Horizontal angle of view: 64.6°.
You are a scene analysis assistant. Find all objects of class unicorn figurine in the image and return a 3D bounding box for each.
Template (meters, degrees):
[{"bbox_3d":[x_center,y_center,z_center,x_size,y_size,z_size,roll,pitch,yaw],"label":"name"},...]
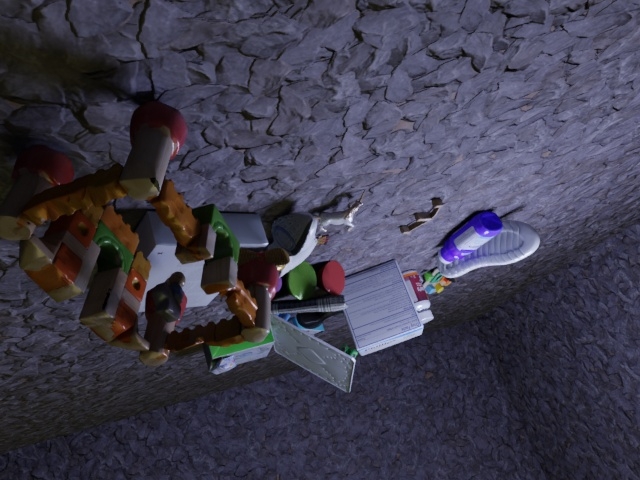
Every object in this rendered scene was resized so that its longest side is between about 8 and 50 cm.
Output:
[{"bbox_3d":[0.053,-0.063,1.358,0.162,0.060,0.111,-18,159,-5],"label":"unicorn figurine"}]

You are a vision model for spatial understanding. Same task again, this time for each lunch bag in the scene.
[{"bbox_3d":[-0.384,0.491,1.994,0.083,0.053,0.071,-10,159,-47],"label":"lunch bag"}]

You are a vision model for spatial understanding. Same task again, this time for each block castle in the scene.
[{"bbox_3d":[-0.288,0.007,0.895,0.303,0.212,0.453,-16,134,12],"label":"block castle"}]

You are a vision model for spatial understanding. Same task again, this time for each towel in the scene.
[{"bbox_3d":[-0.060,0.232,1.778,0.312,0.056,0.324,-6,176,3],"label":"towel"}]

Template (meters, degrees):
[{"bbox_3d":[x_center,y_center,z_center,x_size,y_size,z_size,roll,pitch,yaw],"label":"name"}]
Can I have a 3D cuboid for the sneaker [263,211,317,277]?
[{"bbox_3d":[-0.066,-0.003,1.381,0.129,0.111,0.297,-26,168,-29],"label":"sneaker"}]

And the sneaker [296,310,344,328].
[{"bbox_3d":[0.027,0.279,2.129,0.286,0.109,0.130,-17,154,-31],"label":"sneaker"}]

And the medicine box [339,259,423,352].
[{"bbox_3d":[0.222,0.262,1.969,0.264,0.289,0.149,-20,159,1],"label":"medicine box"}]

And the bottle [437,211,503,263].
[{"bbox_3d":[0.541,-0.002,1.875,0.118,0.092,0.283,-8,156,-30],"label":"bottle"}]

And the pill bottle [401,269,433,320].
[{"bbox_3d":[0.396,0.247,2.174,0.121,0.221,0.121,-17,159,-7],"label":"pill bottle"}]

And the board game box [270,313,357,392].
[{"bbox_3d":[-0.030,0.465,2.126,0.050,0.390,0.390,-55,161,-30],"label":"board game box"}]

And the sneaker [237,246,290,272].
[{"bbox_3d":[-0.164,0.066,1.221,0.186,0.069,0.084,0,145,-39],"label":"sneaker"}]

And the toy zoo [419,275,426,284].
[{"bbox_3d":[0.441,0.229,2.429,0.192,0.030,0.293,-32,155,29],"label":"toy zoo"}]

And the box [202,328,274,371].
[{"bbox_3d":[-0.349,0.432,2.123,0.262,0.126,0.231,-11,155,-22],"label":"box"}]

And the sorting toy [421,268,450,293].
[{"bbox_3d":[0.548,0.197,2.359,0.348,0.047,0.196,-2,138,-45],"label":"sorting toy"}]

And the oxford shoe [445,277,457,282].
[{"bbox_3d":[0.573,0.107,2.221,0.076,0.076,0.212,-58,152,-15],"label":"oxford shoe"}]

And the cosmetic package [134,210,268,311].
[{"bbox_3d":[-0.349,0.063,1.269,0.284,0.097,0.377,-3,153,-41],"label":"cosmetic package"}]

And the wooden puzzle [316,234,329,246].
[{"bbox_3d":[0.000,0.000,1.538,0.049,0.006,0.083,-15,158,-12],"label":"wooden puzzle"}]

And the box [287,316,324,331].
[{"bbox_3d":[-0.086,0.409,2.371,0.101,0.060,0.244,-27,157,21],"label":"box"}]

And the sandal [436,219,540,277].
[{"bbox_3d":[0.646,0.033,1.968,0.416,0.169,0.102,-21,159,39],"label":"sandal"}]

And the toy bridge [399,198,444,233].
[{"bbox_3d":[0.328,-0.074,1.612,0.063,0.026,0.188,-6,155,-34],"label":"toy bridge"}]

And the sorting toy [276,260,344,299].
[{"bbox_3d":[-0.081,0.135,1.696,0.126,0.127,0.366,-8,174,44],"label":"sorting toy"}]
